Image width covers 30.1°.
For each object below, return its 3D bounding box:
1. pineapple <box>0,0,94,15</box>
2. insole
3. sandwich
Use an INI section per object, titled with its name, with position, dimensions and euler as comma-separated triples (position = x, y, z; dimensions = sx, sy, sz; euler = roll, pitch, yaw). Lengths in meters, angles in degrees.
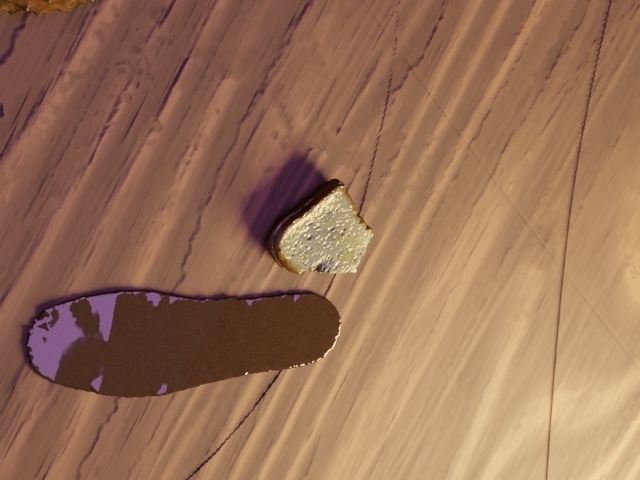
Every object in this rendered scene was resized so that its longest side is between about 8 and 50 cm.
[pineapple]
position = -0.313, -0.242, 1.015
dimensions = 0.248, 0.128, 0.128
euler = -13, 104, -16
[insole]
position = -0.131, 0.101, 1.206
dimensions = 0.328, 0.007, 0.111
euler = -3, 102, -21
[sandwich]
position = 0.000, 0.000, 1.222
dimensions = 0.105, 0.036, 0.093
euler = -35, 111, -11
